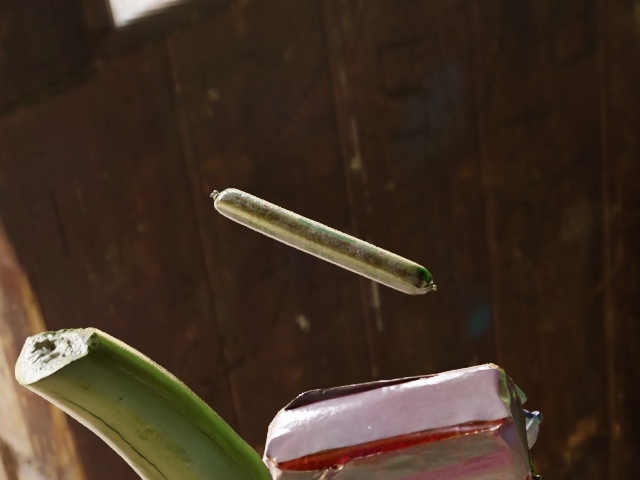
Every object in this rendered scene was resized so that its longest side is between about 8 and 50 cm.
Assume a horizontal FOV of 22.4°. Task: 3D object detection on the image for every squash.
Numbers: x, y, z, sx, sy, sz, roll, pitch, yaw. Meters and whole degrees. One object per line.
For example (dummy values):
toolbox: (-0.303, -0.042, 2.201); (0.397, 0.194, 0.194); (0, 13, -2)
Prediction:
squash: (-0.122, 0.150, 1.233); (0.083, 0.250, 0.083); (-30, 33, 22)

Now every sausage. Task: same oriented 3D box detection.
sausage: (0.000, 0.000, 1.607); (0.269, 0.033, 0.033); (23, 44, 25)

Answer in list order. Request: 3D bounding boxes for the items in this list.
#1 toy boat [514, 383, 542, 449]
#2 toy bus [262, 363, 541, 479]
toy boat: (0.195, 0.256, 2.153); (0.262, 0.114, 0.115); (-28, 21, 36)
toy bus: (0.080, 0.233, 1.760); (0.303, 0.147, 0.127); (-12, 40, 10)
